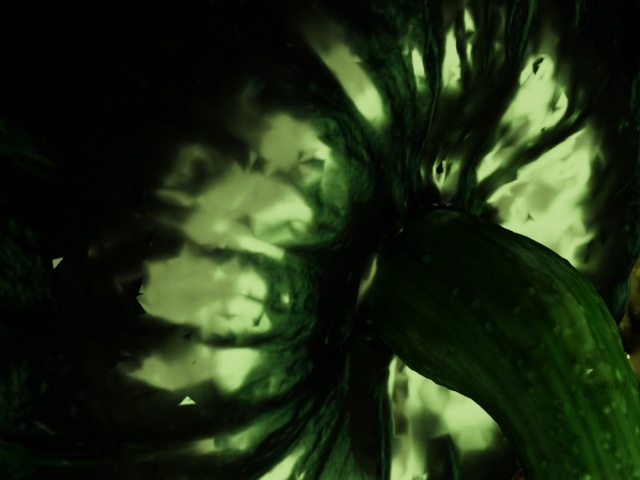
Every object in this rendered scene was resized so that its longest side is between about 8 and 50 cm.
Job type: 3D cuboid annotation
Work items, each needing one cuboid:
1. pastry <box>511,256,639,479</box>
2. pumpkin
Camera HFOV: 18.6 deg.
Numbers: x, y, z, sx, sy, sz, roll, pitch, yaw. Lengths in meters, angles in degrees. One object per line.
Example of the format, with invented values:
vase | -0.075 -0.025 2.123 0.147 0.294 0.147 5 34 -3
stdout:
pastry | 0.084 0.128 0.700 0.193 0.275 0.275 -16 140 2
pumpkin | 0.000 0.000 0.507 0.248 0.248 0.248 -27 139 -26
